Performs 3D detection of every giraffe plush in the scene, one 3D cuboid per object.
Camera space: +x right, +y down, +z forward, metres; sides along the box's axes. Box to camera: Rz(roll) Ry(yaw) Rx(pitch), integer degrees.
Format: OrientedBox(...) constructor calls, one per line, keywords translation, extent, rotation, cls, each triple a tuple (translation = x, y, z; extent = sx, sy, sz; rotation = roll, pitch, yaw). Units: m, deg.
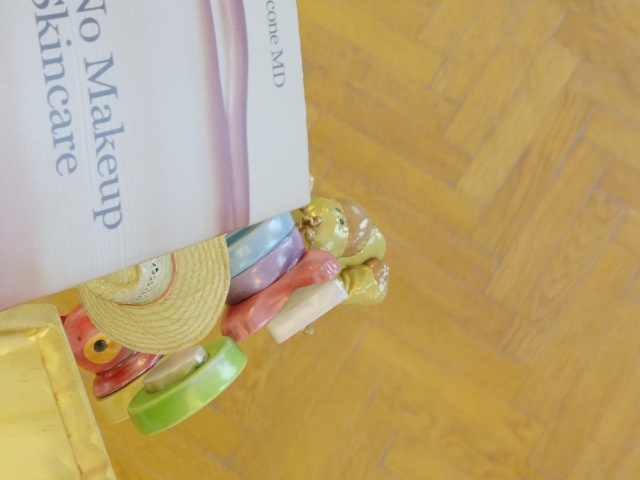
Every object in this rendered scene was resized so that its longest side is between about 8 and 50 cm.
OrientedBox(translation=(0.000, 0.000, 1.642), extent=(0.210, 0.170, 0.181), rotation=(-32, 68, -26), cls="giraffe plush")

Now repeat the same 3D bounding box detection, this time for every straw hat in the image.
OrientedBox(translation=(-0.138, 0.015, 0.888), extent=(0.144, 0.061, 0.145), rotation=(1, 93, 29), cls="straw hat")

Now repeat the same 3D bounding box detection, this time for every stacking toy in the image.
OrientedBox(translation=(-0.131, 0.065, 1.338), extent=(0.309, 0.279, 0.130), rotation=(-36, 100, -10), cls="stacking toy")

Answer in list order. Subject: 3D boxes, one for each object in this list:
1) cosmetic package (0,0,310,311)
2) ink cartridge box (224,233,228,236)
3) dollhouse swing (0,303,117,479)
OrientedBox(translation=(-0.151, -0.055, 0.565), extent=(0.296, 0.129, 0.153), rotation=(-23, 113, -44), cls="cosmetic package")
OrientedBox(translation=(-0.201, -0.073, 1.668), extent=(0.092, 0.218, 0.159), rotation=(4, 97, 23), cls="ink cartridge box")
OrientedBox(translation=(-0.296, 0.264, 0.976), extent=(0.304, 0.315, 0.347), rotation=(-17, 48, -16), cls="dollhouse swing")
